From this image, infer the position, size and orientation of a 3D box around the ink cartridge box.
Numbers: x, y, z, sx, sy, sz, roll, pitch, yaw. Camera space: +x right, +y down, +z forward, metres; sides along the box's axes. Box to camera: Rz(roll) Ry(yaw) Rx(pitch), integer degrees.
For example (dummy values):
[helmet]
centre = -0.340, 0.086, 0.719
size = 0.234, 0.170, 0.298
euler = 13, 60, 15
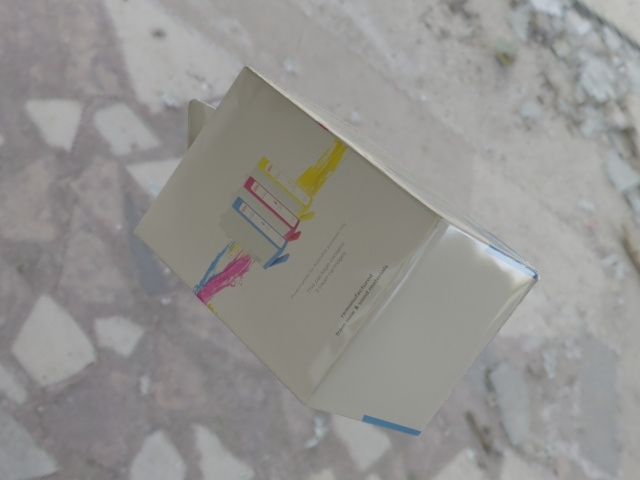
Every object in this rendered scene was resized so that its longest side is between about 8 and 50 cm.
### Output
[ink cartridge box]
centre = 0.000, 0.000, 0.561
size = 0.143, 0.090, 0.092
euler = 41, 10, 37
